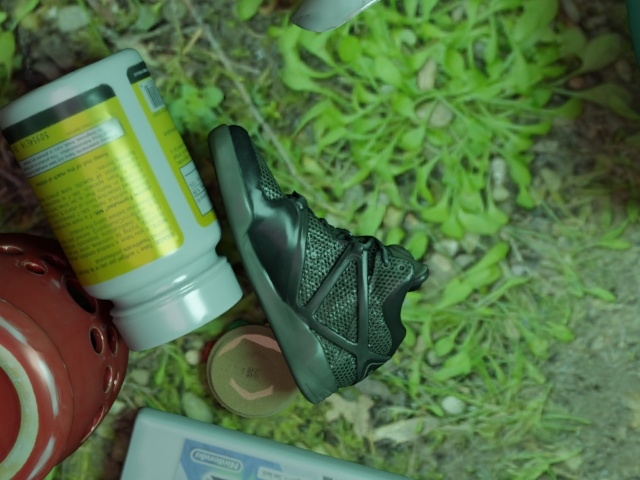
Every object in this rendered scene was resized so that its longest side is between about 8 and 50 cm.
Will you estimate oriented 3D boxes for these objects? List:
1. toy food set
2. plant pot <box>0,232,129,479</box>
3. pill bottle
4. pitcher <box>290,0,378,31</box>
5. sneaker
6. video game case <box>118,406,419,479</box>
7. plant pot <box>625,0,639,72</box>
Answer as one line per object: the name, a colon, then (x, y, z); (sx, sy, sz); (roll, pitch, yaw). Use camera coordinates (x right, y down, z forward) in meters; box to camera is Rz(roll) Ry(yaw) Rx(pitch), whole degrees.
toy food set: (-0.055, 0.106, 1.030); (0.083, 0.020, 0.083); (-1, 103, 4)
plant pot: (-0.254, 0.102, 0.965); (0.191, 0.174, 0.191); (0, 102, 1)
pill bottle: (-0.147, -0.029, 0.956); (0.119, 0.119, 0.208); (-24, 99, 8)
pitcher: (0.044, -0.272, 0.902); (0.178, 0.125, 0.207); (-16, 112, -13)
sneaker: (0.000, 0.000, 0.974); (0.130, 0.087, 0.227); (-26, 95, -2)
video game case: (-0.031, 0.324, 1.052); (0.329, 0.036, 0.300); (15, 96, 0)
plant pot: (0.325, -0.170, 0.837); (0.272, 0.271, 0.255); (-27, 86, 9)
